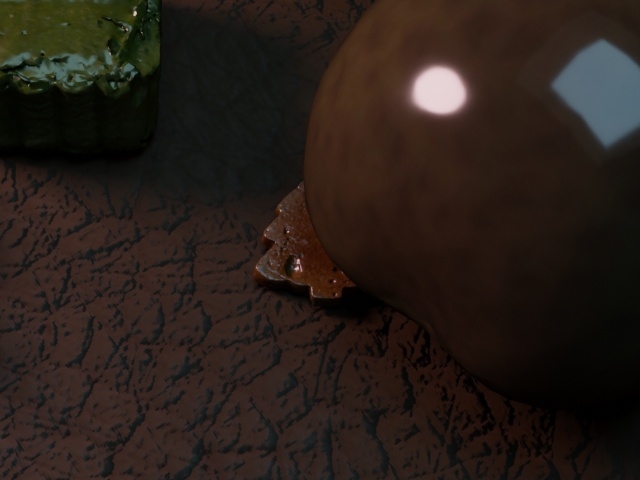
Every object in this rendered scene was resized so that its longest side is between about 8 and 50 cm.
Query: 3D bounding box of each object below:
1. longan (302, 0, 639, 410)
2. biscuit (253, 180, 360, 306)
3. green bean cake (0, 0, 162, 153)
[{"bbox_3d":[0.189,-0.063,1.076,0.404,0.336,0.404,-3,77,12],"label":"longan"},{"bbox_3d":[0.000,0.000,1.182,0.119,0.019,0.130,2,57,-9],"label":"biscuit"},{"bbox_3d":[-0.239,-0.185,1.204,0.200,0.113,0.214,2,57,-10],"label":"green bean cake"}]
